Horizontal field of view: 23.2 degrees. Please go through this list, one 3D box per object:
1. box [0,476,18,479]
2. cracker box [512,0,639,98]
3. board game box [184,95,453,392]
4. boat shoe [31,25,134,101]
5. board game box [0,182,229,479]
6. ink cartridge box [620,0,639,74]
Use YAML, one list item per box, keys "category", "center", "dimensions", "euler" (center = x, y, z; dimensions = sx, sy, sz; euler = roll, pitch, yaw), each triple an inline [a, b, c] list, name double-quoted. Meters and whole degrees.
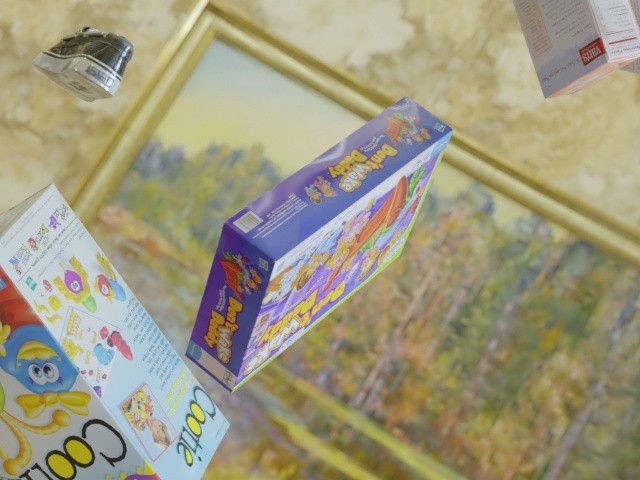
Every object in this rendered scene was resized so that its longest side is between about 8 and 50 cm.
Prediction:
- category: "box"
  center: [-0.179, 0.278, 1.004]
  dimensions: [0.159, 0.233, 0.044]
  euler: [17, -5, -29]
- category: "cracker box"
  center: [0.312, -0.314, 1.972]
  dimensions: [0.156, 0.067, 0.232]
  euler: [-28, -103, 64]
- category: "board game box"
  center: [0.000, 0.000, 1.853]
  dimensions: [0.078, 0.347, 0.233]
  euler: [38, -43, 17]
- category: "boat shoe"
  center: [-0.269, -0.207, 1.801]
  dimensions: [0.078, 0.070, 0.219]
  euler: [36, -11, -27]
- category: "board game box"
  center: [-0.228, 0.117, 1.356]
  dimensions: [0.142, 0.144, 0.275]
  euler: [-28, -75, 25]
- category: "ink cartridge box"
  center: [0.442, -0.362, 2.141]
  dimensions: [0.261, 0.066, 0.296]
  euler: [22, -42, 43]
